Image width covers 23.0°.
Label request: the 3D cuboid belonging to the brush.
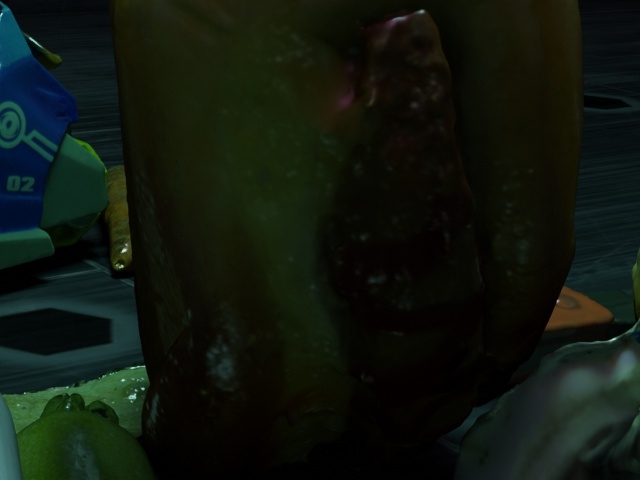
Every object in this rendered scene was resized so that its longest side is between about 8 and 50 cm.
[{"bbox_3d":[0.089,0.067,0.994,0.323,0.051,0.070,-4,24,-34],"label":"brush"}]

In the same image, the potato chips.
[{"bbox_3d":[-0.124,0.099,0.879,0.142,0.026,0.209,12,16,38],"label":"potato chips"}]

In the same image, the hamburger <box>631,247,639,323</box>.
[{"bbox_3d":[0.318,0.017,0.858,0.290,0.170,0.314,-1,-23,12],"label":"hamburger"}]

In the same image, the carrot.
[{"bbox_3d":[-0.154,-0.015,1.250,0.047,0.047,0.191,0,21,-11],"label":"carrot"}]

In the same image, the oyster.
[{"bbox_3d":[0.131,0.116,0.609,0.083,0.214,0.223,38,-16,-33],"label":"oyster"}]

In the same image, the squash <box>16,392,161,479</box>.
[{"bbox_3d":[-0.097,0.135,0.645,0.095,0.094,0.341,-2,19,-17],"label":"squash"}]

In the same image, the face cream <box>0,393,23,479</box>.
[{"bbox_3d":[-0.183,0.117,0.602,0.163,0.080,0.336,-41,22,1],"label":"face cream"}]

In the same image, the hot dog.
[{"bbox_3d":[0.002,-0.001,0.732,0.185,0.223,0.405,-6,-15,-6],"label":"hot dog"}]

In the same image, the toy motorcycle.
[{"bbox_3d":[-0.291,-0.068,1.116,0.326,0.199,0.191,-16,24,-42],"label":"toy motorcycle"}]

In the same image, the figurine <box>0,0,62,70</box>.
[{"bbox_3d":[-0.486,-0.203,1.494,0.387,0.268,0.401,-4,-27,44],"label":"figurine"}]
